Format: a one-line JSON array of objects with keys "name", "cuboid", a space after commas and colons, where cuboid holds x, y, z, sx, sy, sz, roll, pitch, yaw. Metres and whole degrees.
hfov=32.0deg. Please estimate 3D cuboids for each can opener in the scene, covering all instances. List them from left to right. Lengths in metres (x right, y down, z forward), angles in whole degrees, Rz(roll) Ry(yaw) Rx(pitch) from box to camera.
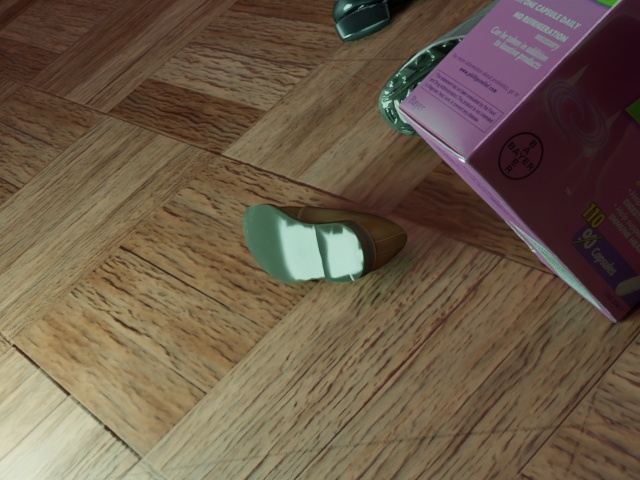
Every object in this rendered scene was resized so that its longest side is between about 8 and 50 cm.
[{"name": "can opener", "cuboid": [0.099, -0.315, 1.412, 0.186, 0.073, 0.059, -26, -5, 6]}]

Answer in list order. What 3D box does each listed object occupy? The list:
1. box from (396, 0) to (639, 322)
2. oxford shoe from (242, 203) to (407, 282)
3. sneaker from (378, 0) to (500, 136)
[{"name": "box", "cuboid": [0.224, -0.102, 0.836, 0.243, 0.213, 0.117, -46, 33, 3]}, {"name": "oxford shoe", "cuboid": [0.000, 0.000, 1.085, 0.076, 0.076, 0.212, -18, 18, -36]}, {"name": "sneaker", "cuboid": [0.180, -0.193, 1.154, 0.271, 0.100, 0.108, -31, 19, -3]}]
